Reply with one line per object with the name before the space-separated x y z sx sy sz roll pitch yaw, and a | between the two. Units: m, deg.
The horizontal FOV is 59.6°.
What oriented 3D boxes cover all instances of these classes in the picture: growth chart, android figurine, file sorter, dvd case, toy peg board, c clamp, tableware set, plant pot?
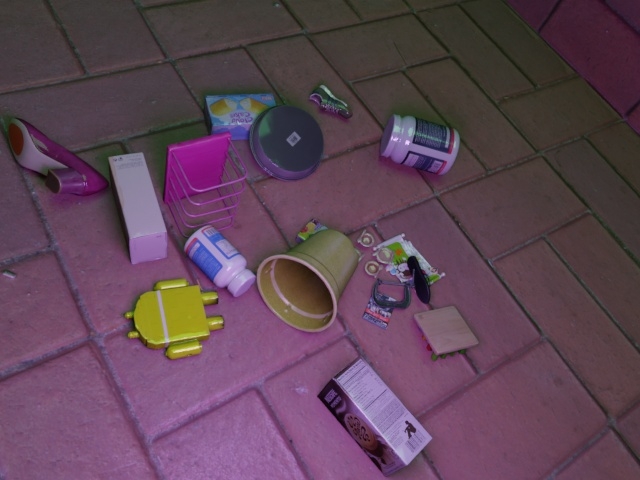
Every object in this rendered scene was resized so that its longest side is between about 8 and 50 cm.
growth chart | 0.308 0.080 1.980 0.172 0.021 0.237 -33 72 -30
android figurine | -0.426 0.225 1.635 0.272 0.056 0.248 -9 62 -23
file sorter | -0.362 -0.164 1.765 0.202 0.291 0.182 -20 69 -27
dvd case | 0.197 0.227 1.855 0.087 0.013 0.119 26 56 0
toy peg board | 0.401 0.313 1.838 0.161 0.079 0.161 -8 45 -22
c clamp | 0.246 0.163 1.879 0.160 0.022 0.137 2 76 -15
tableware set | 0.169 0.050 1.942 0.168 0.020 0.141 34 63 10
plant pot | -0.014 0.099 1.741 0.276 0.276 0.254 37 44 8

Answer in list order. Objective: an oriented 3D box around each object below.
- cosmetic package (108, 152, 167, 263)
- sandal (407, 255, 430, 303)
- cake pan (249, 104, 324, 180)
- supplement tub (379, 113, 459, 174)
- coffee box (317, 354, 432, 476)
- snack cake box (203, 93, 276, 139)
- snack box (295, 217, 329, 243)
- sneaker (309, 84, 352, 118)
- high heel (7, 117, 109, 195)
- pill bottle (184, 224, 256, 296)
cosmetic package | -0.570 -0.102 1.739 0.113 0.160 0.310 -12 62 -22
sandal | 0.346 0.130 1.909 0.040 0.067 0.179 3 55 -27
cake pan | -0.112 -0.366 2.050 0.293 0.054 0.294 4 79 -23
supplement tub | 0.388 -0.378 2.195 0.272 0.191 0.191 15 55 -8
coffee box | 0.146 0.493 1.574 0.118 0.168 0.297 -33 72 -32
snack cake box | -0.293 -0.463 2.099 0.264 0.089 0.152 -7 60 -22
snack box | 0.000 0.000 1.924 0.141 0.037 0.100 37 56 8
sneaker | 0.035 -0.549 2.278 0.086 0.064 0.192 -39 75 -25
high heel | -0.859 -0.270 1.814 0.377 0.127 0.181 47 28 19
pill bottle | -0.308 0.068 1.732 0.221 0.124 0.124 45 57 13
